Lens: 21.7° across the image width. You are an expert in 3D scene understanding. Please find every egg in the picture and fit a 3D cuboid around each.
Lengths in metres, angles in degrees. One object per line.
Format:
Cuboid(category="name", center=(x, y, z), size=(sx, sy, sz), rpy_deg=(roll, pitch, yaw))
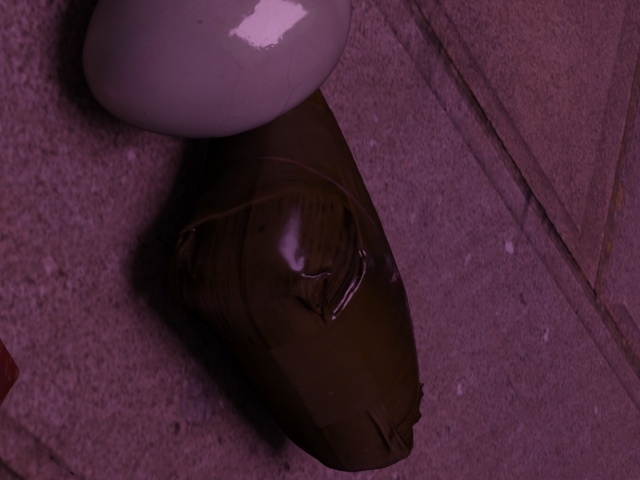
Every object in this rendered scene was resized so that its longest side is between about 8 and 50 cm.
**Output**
Cuboid(category="egg", center=(-0.073, -0.148, 1.174), size=(0.209, 0.151, 0.151), rpy_deg=(-30, 114, -29))

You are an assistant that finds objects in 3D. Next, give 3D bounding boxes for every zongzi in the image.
Cuboid(category="zongzi", center=(0.000, 0.000, 1.314), size=(0.274, 0.145, 0.300), rpy_deg=(60, 26, -46))

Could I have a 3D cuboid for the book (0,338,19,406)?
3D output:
Cuboid(category="book", center=(-0.310, 0.104, 0.870), size=(0.262, 0.028, 0.374), rpy_deg=(62, 38, -31))
